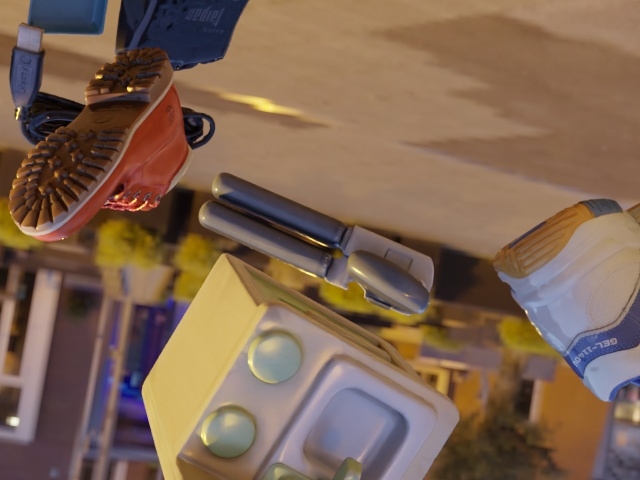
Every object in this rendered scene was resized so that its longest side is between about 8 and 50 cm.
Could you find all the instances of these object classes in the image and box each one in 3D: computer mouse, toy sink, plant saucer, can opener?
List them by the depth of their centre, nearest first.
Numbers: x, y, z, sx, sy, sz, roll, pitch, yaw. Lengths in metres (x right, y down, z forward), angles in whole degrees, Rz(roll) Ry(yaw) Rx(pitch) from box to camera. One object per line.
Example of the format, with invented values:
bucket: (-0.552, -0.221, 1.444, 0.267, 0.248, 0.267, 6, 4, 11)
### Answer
toy sink: (-0.012, 0.115, 0.960, 0.153, 0.131, 0.234, 30, -174, -16)
computer mouse: (-0.140, -0.177, 1.097, 0.184, 0.262, 0.060, -4, -135, -31)
plant saucer: (-0.190, -0.253, 1.149, 0.067, 0.192, 0.018, -3, -149, -30)
can opener: (0.000, 0.000, 1.638, 0.280, 0.074, 0.093, 23, 167, 6)

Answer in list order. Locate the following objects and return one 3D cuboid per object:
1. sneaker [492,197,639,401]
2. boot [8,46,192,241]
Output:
sneaker: (0.227, 0.043, 1.030, 0.112, 0.131, 0.296, -38, 164, 33)
boot: (-0.122, -0.038, 0.867, 0.059, 0.158, 0.084, 6, 131, 26)
